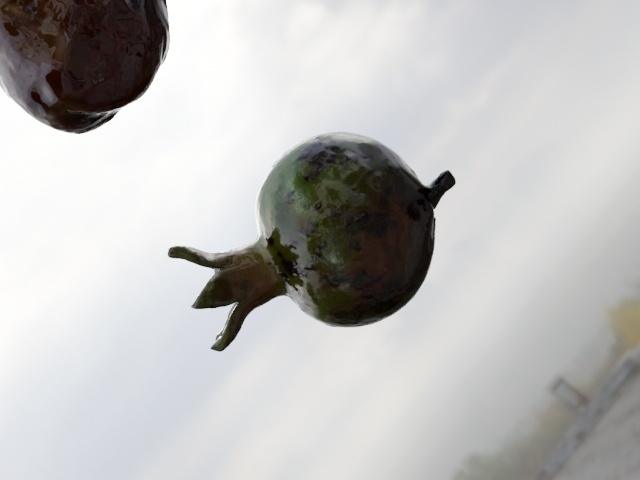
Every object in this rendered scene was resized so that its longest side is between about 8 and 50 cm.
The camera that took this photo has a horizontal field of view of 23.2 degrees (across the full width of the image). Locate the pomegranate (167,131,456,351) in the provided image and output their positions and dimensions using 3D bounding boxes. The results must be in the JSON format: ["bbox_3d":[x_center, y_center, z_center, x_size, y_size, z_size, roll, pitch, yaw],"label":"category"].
[{"bbox_3d":[-0.006,0.004,1.220,0.220,0.156,0.156,-28,-15,-23],"label":"pomegranate"}]

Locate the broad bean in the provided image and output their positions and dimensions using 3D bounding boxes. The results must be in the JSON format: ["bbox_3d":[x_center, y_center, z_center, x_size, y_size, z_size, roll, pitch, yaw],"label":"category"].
[{"bbox_3d":[-0.188,-0.181,1.072,0.122,0.229,0.156,-36,-17,34],"label":"broad bean"}]
